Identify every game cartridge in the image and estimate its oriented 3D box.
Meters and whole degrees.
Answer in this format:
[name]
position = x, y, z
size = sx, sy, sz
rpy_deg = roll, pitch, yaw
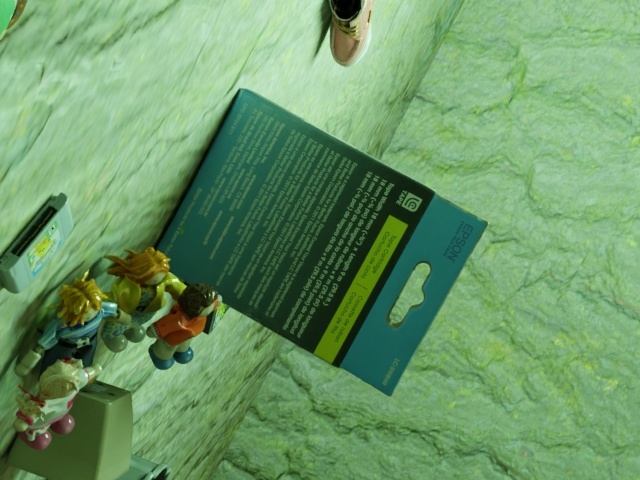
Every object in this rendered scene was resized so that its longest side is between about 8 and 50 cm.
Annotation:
[game cartridge]
position = -0.236, 0.004, 0.786
size = 0.083, 0.017, 0.056
rpy_deg = -57, 176, -26

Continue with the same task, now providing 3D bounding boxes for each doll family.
[doll family]
position = -0.222, 0.087, 0.951
size = 0.263, 0.118, 0.163
rpy_deg = -31, 162, -38

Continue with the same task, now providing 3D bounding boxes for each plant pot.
[plant pot]
position = -0.269, 0.209, 1.057
size = 0.109, 0.109, 0.096
rpy_deg = -12, 118, -81

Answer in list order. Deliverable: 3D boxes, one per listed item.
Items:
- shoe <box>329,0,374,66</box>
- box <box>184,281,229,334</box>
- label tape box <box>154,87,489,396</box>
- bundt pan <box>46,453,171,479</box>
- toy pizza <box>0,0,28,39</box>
[shoe]
position = 0.038, -0.312, 1.314
size = 0.081, 0.063, 0.178
rpy_deg = -51, 163, -48
[box]
position = -0.117, -0.015, 1.401
size = 0.216, 0.060, 0.270
rpy_deg = -54, 171, -38
[label tape box]
position = 0.000, 0.000, 1.151
size = 0.240, 0.334, 0.106
rpy_deg = -61, 173, 5
[bundt pan]
position = -0.341, 0.416, 1.268
size = 0.331, 0.124, 0.331
rpy_deg = -58, 173, -11
[toy pizza]
position = -0.172, -0.165, 0.475
size = 0.201, 0.032, 0.201
rpy_deg = -59, 173, -11
